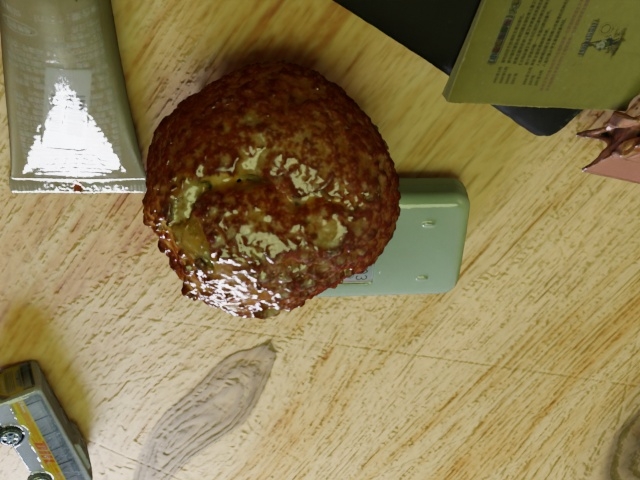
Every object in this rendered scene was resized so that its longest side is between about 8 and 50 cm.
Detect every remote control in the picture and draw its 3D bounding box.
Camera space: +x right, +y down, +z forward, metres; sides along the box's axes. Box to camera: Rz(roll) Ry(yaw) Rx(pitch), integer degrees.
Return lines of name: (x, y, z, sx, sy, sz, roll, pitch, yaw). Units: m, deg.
remote control: (0.000, 0.000, 1.257, 0.297, 0.056, 0.140, -1, 128, -5)

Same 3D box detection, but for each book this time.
book: (0.221, -0.182, 1.067, 0.192, 0.013, 0.168, 1, 135, -19)

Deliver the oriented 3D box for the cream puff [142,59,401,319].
cream puff: (-0.048, -0.042, 1.115, 0.240, 0.164, 0.240, 0, 110, 0)

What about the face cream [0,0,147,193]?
face cream: (-0.228, -0.159, 1.084, 0.137, 0.084, 0.341, -1, 139, -4)

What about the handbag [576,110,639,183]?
handbag: (0.362, -0.104, 1.129, 0.157, 0.059, 0.212, 6, 165, -36)

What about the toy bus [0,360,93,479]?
toy bus: (-0.320, 0.221, 1.402, 0.075, 0.064, 0.190, -22, 131, -5)

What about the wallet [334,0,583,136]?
wallet: (0.138, -0.245, 1.032, 0.406, 0.062, 0.228, 26, 123, -36)
